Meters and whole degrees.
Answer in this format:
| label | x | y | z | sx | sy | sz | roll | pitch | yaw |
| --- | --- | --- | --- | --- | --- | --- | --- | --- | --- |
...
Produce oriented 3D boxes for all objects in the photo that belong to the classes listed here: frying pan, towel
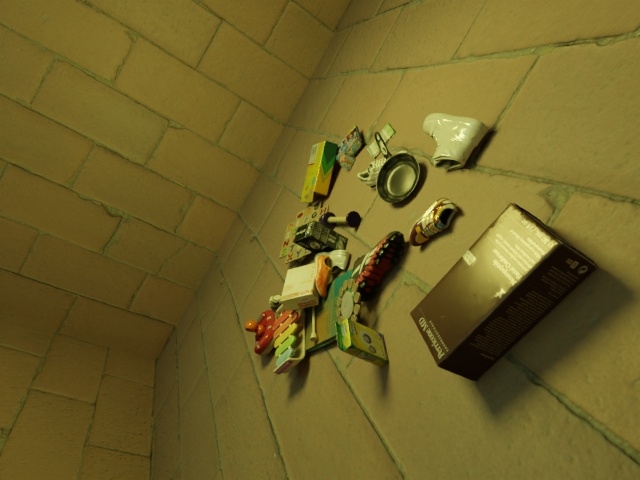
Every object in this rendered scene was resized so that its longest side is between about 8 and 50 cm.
| label | x | y | z | sx | sy | sz | roll | pitch | yaw |
| --- | --- | --- | --- | --- | --- | --- | --- | --- | --- |
| frying pan | 0.263 | -0.268 | 1.645 | 0.197 | 0.053 | 0.326 | -57 | 44 | 17 |
| towel | 0.271 | -0.453 | 1.932 | 0.152 | 0.023 | 0.113 | -52 | 28 | 23 |
| towel | 0.032 | 0.284 | 1.670 | 0.370 | 0.040 | 0.272 | -39 | 33 | 45 |

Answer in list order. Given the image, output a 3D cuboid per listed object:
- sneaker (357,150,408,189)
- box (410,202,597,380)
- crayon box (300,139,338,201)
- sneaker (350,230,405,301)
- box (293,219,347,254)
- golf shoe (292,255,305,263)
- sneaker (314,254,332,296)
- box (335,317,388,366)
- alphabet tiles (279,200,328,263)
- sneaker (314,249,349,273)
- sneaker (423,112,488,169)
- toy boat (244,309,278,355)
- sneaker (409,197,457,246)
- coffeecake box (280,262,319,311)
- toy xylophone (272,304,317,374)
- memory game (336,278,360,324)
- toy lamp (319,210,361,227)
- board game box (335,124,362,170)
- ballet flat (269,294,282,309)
| label | x | y | z | sx | sy | sz | roll | pitch | yaw |
| --- | --- | --- | --- | --- | --- | --- | --- | --- | --- |
| sneaker | 0.256 | -0.293 | 1.725 | 0.235 | 0.094 | 0.090 | -36 | 34 | 40 |
| box | 0.403 | 0.122 | 0.999 | 0.381 | 0.143 | 0.191 | -55 | 27 | 21 |
| crayon box | -0.010 | -0.346 | 2.230 | 0.202 | 0.081 | 0.319 | -164 | 87 | -70 |
| sneaker | 0.189 | 0.074 | 1.494 | 0.276 | 0.097 | 0.135 | -59 | 28 | 12 |
| box | 0.000 | 0.000 | 1.830 | 0.147 | 0.180 | 0.078 | -19 | 48 | 55 |
| golf shoe | -0.103 | 0.048 | 2.143 | 0.086 | 0.069 | 0.176 | -37 | 34 | 8 |
| sneaker | 0.014 | 0.140 | 1.711 | 0.067 | 0.064 | 0.175 | -9 | 71 | 21 |
| box | 0.123 | 0.307 | 1.302 | 0.043 | 0.179 | 0.105 | -48 | 30 | 30 |
| alphabet tiles | -0.084 | -0.043 | 2.133 | 0.285 | 0.011 | 0.343 | -24 | 40 | 35 |
| sneaker | 0.039 | 0.099 | 1.796 | 0.212 | 0.080 | 0.094 | -18 | 62 | 55 |
| sneaker | 0.411 | -0.332 | 1.450 | 0.169 | 0.108 | 0.292 | -58 | 27 | 4 |
| toy boat | -0.286 | 0.423 | 2.005 | 0.151 | 0.151 | 0.231 | -53 | 27 | 22 |
| sneaker | 0.350 | -0.048 | 1.338 | 0.185 | 0.069 | 0.084 | -56 | 21 | 18 |
| coffeecake box | -0.075 | 0.189 | 1.751 | 0.142 | 0.068 | 0.185 | -15 | 35 | 20 |
| toy xylophone | -0.110 | 0.371 | 1.728 | 0.236 | 0.081 | 0.323 | -52 | 27 | 26 |
| memory game | 0.096 | 0.223 | 1.474 | 0.186 | 0.012 | 0.186 | -171 | 90 | -70 |
| toy lamp | 0.074 | -0.093 | 1.897 | 0.274 | 0.080 | 0.080 | 0 | 66 | 63 |
| board game box | 0.143 | -0.445 | 2.124 | 0.194 | 0.060 | 0.194 | -47 | 31 | 31 |
| ballet flat | -0.212 | 0.292 | 2.088 | 0.213 | 0.068 | 0.072 | -22 | 47 | 55 |
